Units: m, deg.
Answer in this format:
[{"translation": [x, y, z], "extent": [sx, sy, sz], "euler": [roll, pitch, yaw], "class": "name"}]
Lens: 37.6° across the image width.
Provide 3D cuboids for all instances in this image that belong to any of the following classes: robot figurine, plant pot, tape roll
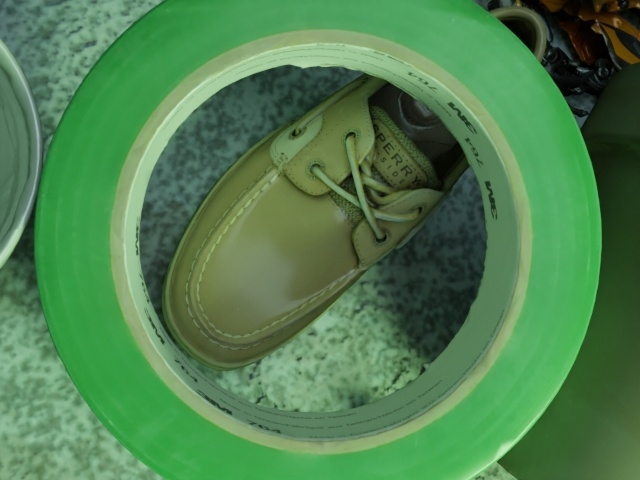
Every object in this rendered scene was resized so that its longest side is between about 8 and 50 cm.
[{"translation": [0.279, -0.184, 0.783], "extent": [0.291, 0.085, 0.211], "euler": [32, 72, -15], "class": "robot figurine"}, {"translation": [0.270, 0.082, 0.647], "extent": [0.323, 0.323, 0.280], "euler": [33, 88, -14], "class": "plant pot"}, {"translation": [0.000, 0.000, 0.561], "extent": [0.321, 0.077, 0.321], "euler": [0, 91, -4], "class": "tape roll"}]

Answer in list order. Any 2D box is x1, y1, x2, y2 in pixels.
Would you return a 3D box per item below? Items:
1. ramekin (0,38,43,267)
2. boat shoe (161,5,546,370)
[{"translation": [-0.270, -0.043, 0.538], "extent": [0.207, 0.109, 0.207], "euler": [3, 81, -21], "class": "ramekin"}, {"translation": [0.026, -0.051, 0.653], "extent": [0.121, 0.110, 0.341], "euler": [46, 70, -10], "class": "boat shoe"}]
